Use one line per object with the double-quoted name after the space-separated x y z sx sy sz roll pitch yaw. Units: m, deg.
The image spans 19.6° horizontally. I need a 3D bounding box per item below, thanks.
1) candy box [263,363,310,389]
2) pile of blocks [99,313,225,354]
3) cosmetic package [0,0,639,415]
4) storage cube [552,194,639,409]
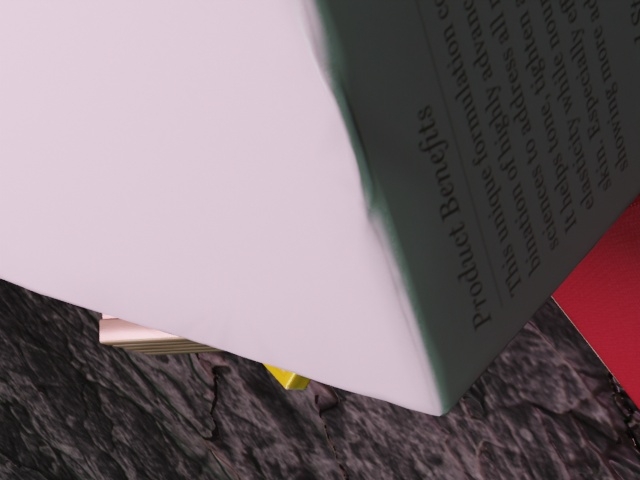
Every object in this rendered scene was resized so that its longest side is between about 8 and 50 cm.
0.000 0.000 1.385 0.105 0.027 0.206 44 114 33 "candy box"
-0.034 0.023 1.537 0.362 0.149 0.112 -10 77 43 "pile of blocks"
0.010 -0.186 0.947 0.327 0.394 0.329 15 137 39 "cosmetic package"
0.268 0.002 1.065 0.215 0.183 0.193 51 148 -10 "storage cube"
